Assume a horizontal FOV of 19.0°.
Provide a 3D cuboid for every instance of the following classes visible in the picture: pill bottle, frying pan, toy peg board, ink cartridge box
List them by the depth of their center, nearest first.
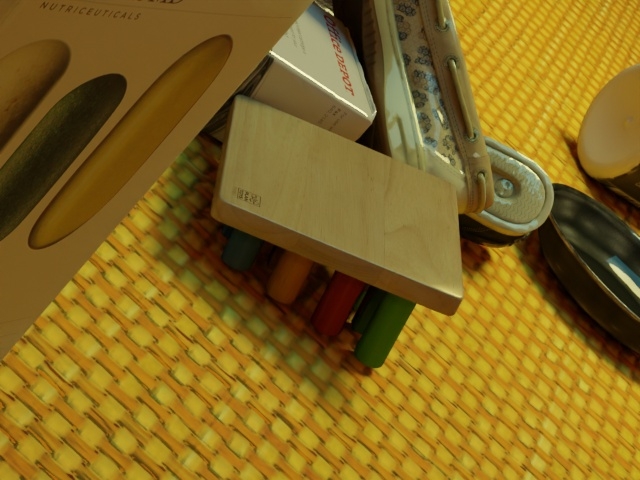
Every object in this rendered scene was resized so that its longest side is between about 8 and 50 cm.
[{"bbox_3d":[0.000,0.000,1.216,0.161,0.079,0.161,22,26,-9],"label":"toy peg board"},{"bbox_3d":[-0.067,-0.138,1.314,0.191,0.082,0.139,32,24,-29],"label":"ink cartridge box"},{"bbox_3d":[0.270,0.018,1.648,0.197,0.053,0.326,45,20,4],"label":"frying pan"},{"bbox_3d":[0.379,-0.065,1.877,0.246,0.130,0.130,29,26,-30],"label":"pill bottle"}]

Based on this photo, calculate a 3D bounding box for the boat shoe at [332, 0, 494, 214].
[{"bbox_3d":[0.066,-0.152,1.399,0.089,0.104,0.285,-2,79,-14],"label":"boat shoe"}]

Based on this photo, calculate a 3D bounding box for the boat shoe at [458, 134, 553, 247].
[{"bbox_3d":[0.066,-0.073,1.463,0.233,0.084,0.079,35,-16,-2],"label":"boat shoe"}]

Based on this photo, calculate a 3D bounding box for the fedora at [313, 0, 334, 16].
[{"bbox_3d":[0.028,-0.288,1.689,0.275,0.124,0.244,43,22,-1],"label":"fedora"}]

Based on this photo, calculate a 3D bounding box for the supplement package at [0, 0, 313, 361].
[{"bbox_3d":[-0.179,-0.087,0.790,0.198,0.262,0.199,50,23,16],"label":"supplement package"}]
